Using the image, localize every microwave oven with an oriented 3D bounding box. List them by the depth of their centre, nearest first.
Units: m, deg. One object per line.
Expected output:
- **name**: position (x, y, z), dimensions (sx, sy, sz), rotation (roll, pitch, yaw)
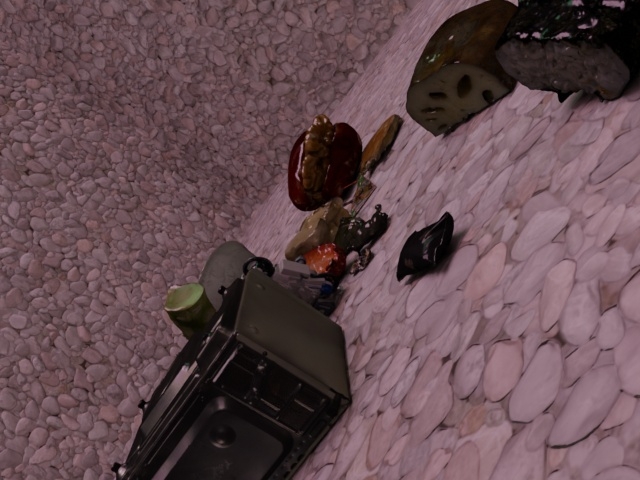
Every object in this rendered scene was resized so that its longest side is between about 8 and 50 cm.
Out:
- **microwave oven**: position (-0.163, 0.289, 1.210), dimensions (0.394, 0.247, 0.333), rotation (-54, 10, 13)

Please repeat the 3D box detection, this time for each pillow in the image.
- **pillow**: position (0.165, 0.012, 1.091), dimensions (0.090, 0.048, 0.150), rotation (-51, 4, -19)

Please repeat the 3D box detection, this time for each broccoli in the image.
- **broccoli**: position (-0.203, 0.219, 1.462), dimensions (0.221, 0.251, 0.361), rotation (-60, -13, -29)

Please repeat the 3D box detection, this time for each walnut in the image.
- **walnut**: position (0.006, -0.227, 2.064), dimensions (0.244, 0.221, 0.269), rotation (70, -152, -66)

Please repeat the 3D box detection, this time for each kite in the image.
- **kite**: position (0.076, -0.099, 1.852), dimensions (0.244, 0.006, 0.198), rotation (-27, 39, 53)

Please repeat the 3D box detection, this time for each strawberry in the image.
- **strawberry**: position (0.006, 0.076, 1.574), dimensions (0.188, 0.082, 0.121), rotation (-31, 46, 47)

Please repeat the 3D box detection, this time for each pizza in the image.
- **pizza**: position (0.168, -0.268, 1.948), dimensions (0.181, 0.034, 0.262), rotation (-51, 11, 30)

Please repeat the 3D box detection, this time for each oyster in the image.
- **oyster**: position (0.085, 0.041, 1.441), dimensions (0.083, 0.019, 0.054), rotation (-40, 19, 57)

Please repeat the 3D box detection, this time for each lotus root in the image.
- **lotus root**: position (0.303, -0.382, 1.384), dimensions (0.260, 0.149, 0.267), rotation (-61, 14, -20)

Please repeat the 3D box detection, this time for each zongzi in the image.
- **zongzi**: position (0.063, 0.002, 1.588), dimensions (0.109, 0.055, 0.119), rotation (-174, 105, -76)

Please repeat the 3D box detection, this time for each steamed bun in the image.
- **steamed bun**: position (0.000, 0.000, 1.733), dimensions (0.192, 0.106, 0.178), rotation (-37, 17, 38)

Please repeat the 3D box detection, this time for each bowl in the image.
- **bowl**: position (-0.216, 0.162, 2.003), dimensions (0.313, 0.146, 0.314), rotation (7, -90, -66)

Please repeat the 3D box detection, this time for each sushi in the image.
- **sushi**: position (0.339, -0.254, 0.896), dimensions (0.115, 0.147, 0.212), rotation (-52, 27, -8)

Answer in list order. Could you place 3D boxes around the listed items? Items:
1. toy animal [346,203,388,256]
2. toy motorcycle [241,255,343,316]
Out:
- **toy animal**: position (0.096, -0.014, 1.485), dimensions (0.135, 0.047, 0.065), rotation (-42, 25, 35)
- **toy motorcycle**: position (-0.069, 0.106, 1.446), dimensions (0.102, 0.221, 0.150), rotation (-100, 29, -51)
